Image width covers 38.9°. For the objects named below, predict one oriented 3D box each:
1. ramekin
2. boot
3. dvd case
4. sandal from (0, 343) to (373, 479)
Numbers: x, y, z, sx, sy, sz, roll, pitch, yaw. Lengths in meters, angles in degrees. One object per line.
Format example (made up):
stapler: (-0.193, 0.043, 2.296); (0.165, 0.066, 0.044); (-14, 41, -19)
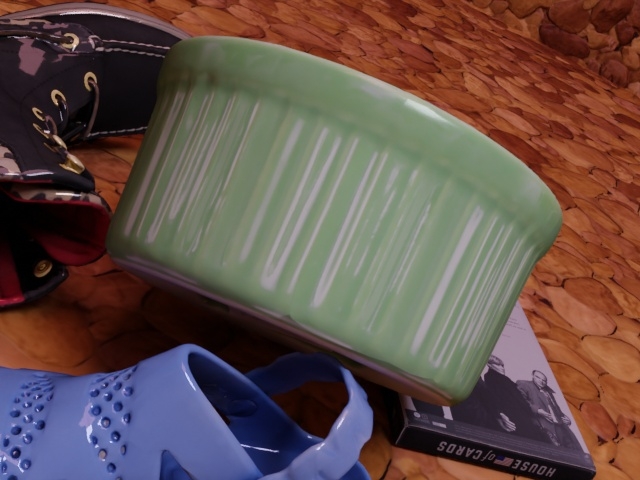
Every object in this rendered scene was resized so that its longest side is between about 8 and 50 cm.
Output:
ramekin: (0.000, 0.000, 0.640); (0.303, 0.148, 0.303); (23, -9, 4)
boot: (-0.227, -0.082, 0.731); (0.377, 0.138, 0.284); (-1, 37, -34)
dvd case: (0.130, 0.108, 0.817); (0.179, 0.030, 0.239); (17, 29, -16)
sandal: (-0.098, 0.109, 0.520); (0.317, 0.138, 0.126); (11, 33, -22)
